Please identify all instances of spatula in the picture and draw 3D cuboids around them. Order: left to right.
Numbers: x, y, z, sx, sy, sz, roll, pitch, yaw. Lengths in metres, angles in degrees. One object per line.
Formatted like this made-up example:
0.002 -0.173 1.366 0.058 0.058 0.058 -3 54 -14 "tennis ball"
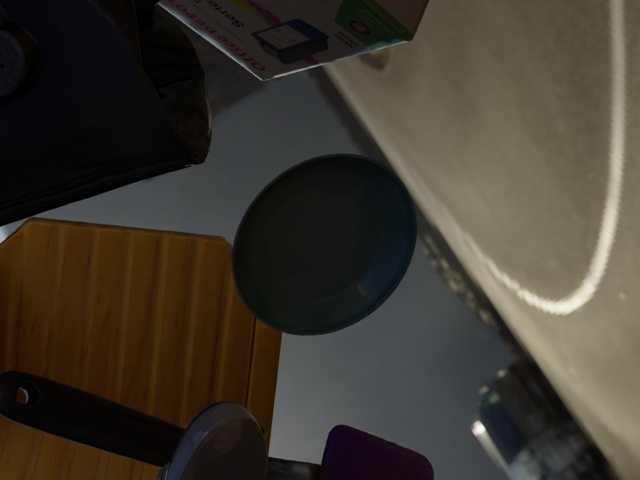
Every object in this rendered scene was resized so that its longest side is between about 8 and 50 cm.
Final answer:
-0.056 0.132 0.832 0.296 0.084 0.030 19 153 -20 "spatula"

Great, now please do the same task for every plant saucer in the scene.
0.000 0.000 0.835 0.119 0.119 0.021 55 176 -33 "plant saucer"

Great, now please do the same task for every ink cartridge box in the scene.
-0.027 -0.228 1.193 0.154 0.093 0.212 35 157 -32 "ink cartridge box"

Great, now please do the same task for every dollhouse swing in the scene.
-0.220 0.174 1.395 0.305 0.346 0.315 -97 14 -75 "dollhouse swing"

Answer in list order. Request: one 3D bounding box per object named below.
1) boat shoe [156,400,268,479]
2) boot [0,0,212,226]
-0.043 0.089 0.464 0.035 0.035 0.100 46 139 42 "boat shoe"
-0.266 0.001 0.885 0.146 0.445 0.367 -38 -74 -79 "boot"
